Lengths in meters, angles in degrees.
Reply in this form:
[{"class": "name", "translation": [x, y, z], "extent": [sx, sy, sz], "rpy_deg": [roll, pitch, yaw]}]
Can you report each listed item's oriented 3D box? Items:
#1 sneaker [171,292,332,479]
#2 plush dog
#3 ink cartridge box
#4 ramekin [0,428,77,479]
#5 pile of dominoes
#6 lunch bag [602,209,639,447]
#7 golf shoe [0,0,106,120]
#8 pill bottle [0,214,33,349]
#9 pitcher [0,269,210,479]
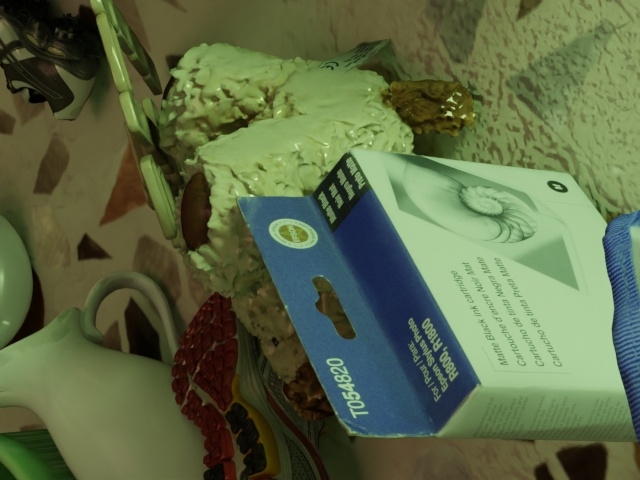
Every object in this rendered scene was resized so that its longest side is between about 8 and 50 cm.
[{"class": "sneaker", "translation": [-0.050, 0.129, 1.293], "extent": [0.088, 0.092, 0.225], "rpy_deg": [-46, 44, 32]}, {"class": "plush dog", "translation": [0.000, 0.000, 1.175], "extent": [0.262, 0.210, 0.225], "rpy_deg": [-110, 16, -59]}, {"class": "ink cartridge box", "translation": [0.087, 0.027, 0.964], "extent": [0.223, 0.224, 0.045], "rpy_deg": [-118, 39, -48]}, {"class": "ramekin", "translation": [-0.232, 0.305, 1.482], "extent": [0.303, 0.148, 0.303], "rpy_deg": [10, 104, 48]}, {"class": "pile of dominoes", "translation": [-0.136, -0.068, 1.273], "extent": [0.251, 0.040, 0.196], "rpy_deg": [61, -168, -79]}, {"class": "lunch bag", "translation": [0.324, 0.110, 0.681], "extent": [0.328, 0.239, 0.385], "rpy_deg": [-24, 84, 27]}, {"class": "golf shoe", "translation": [-0.269, -0.172, 1.509], "extent": [0.198, 0.077, 0.094], "rpy_deg": [36, 122, 42]}, {"class": "pill bottle", "translation": [-0.415, 0.060, 1.652], "extent": [0.283, 0.160, 0.160], "rpy_deg": [-18, 82, 50]}, {"class": "pitcher", "translation": [-0.147, 0.127, 1.382], "extent": [0.207, 0.178, 0.125], "rpy_deg": [34, 156, 20]}]
